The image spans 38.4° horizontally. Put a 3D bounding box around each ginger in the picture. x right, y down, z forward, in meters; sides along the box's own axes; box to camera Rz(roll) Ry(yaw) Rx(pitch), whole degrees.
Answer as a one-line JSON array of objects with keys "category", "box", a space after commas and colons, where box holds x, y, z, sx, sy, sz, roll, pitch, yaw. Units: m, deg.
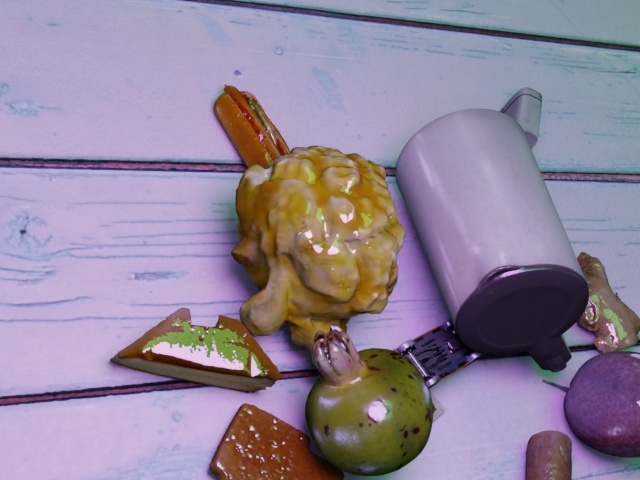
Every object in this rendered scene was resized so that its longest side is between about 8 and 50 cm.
[{"category": "ginger", "box": [0.535, 0.117, 1.777, 0.137, 0.074, 0.213, -5, 65, -41]}]

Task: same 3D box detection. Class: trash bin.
[{"category": "trash bin", "box": [0.411, -0.236, 1.918, 0.059, 0.116, 0.130, 23, 52, -11]}]

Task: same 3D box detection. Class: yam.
[{"category": "yam", "box": [0.376, 0.385, 1.512, 0.084, 0.084, 0.127, 22, 47, -14]}]

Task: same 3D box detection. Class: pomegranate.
[{"category": "pomegranate", "box": [0.060, 0.229, 1.334, 0.202, 0.202, 0.248, -47, 121, -40]}]

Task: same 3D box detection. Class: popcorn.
[{"category": "popcorn", "box": [0.003, 0.007, 1.446, 0.274, 0.279, 0.335, 12, 39, -44]}]

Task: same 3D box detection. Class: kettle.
[{"category": "kettle", "box": [0.313, 0.018, 1.606, 0.361, 0.250, 0.377, 54, 17, -45]}]

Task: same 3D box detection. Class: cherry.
[{"category": "cherry", "box": [0.535, 0.284, 1.586, 0.213, 0.266, 0.184, -5, 98, -29]}]

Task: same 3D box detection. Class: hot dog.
[{"category": "hot dog", "box": [-0.116, -0.188, 1.643, 0.092, 0.062, 0.236, -23, 71, -33]}]

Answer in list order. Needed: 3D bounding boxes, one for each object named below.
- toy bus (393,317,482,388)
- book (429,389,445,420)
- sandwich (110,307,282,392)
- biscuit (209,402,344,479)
[{"category": "toy bus", "box": [0.181, 0.198, 1.509, 0.194, 0.088, 0.083, -18, 66, -47]}, {"category": "book", "box": [0.109, 0.271, 1.486, 0.181, 0.014, 0.127, -29, 75, -39]}, {"category": "sandwich", "box": [-0.180, 0.161, 1.357, 0.244, 0.090, 0.088, 12, 60, -17]}, {"category": "biscuit", "box": [-0.056, 0.372, 1.311, 0.278, 0.043, 0.301, -4, 59, -31]}]
